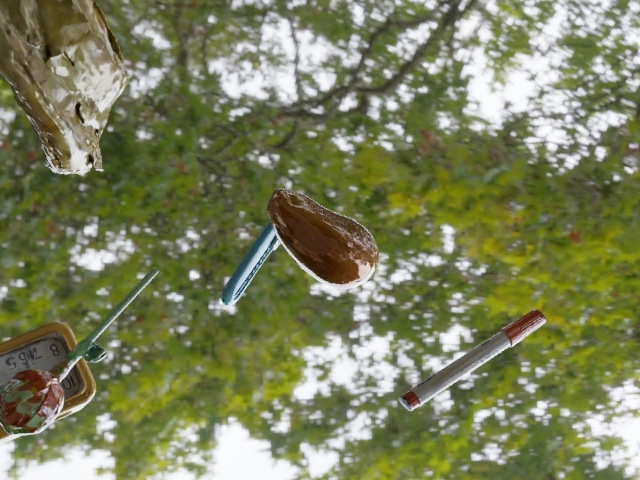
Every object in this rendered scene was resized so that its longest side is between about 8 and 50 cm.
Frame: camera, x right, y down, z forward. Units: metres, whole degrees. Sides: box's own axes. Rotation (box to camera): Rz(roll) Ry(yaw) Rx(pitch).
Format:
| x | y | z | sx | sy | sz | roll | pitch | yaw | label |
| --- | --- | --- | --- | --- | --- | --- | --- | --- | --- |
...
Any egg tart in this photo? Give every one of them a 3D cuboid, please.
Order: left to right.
| x | y | z | sx | sy | sz | roll | pitch | yaw | label |
| --- | --- | --- | --- | --- | --- | --- | --- | --- | --- |
| -0.294 | -0.224 | 1.175 | 0.129 | 0.341 | 0.341 | -25 | -115 | -3 | egg tart |

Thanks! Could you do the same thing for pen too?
| x | y | z | sx | sy | sz | roll | pitch | yaw | label |
| --- | --- | --- | --- | --- | --- | --- | --- | --- | --- |
| 0.209 | 0.161 | 1.529 | 0.028 | 0.239 | 0.028 | 50 | -21 | 27 | pen |

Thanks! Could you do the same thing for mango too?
| x | y | z | sx | sy | sz | roll | pitch | yaw | label |
| --- | --- | --- | --- | --- | --- | --- | --- | --- | --- |
| -0.001 | 0.004 | 1.384 | 0.084 | 0.159 | 0.105 | -59 | -164 | 14 | mango |

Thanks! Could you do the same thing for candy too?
| x | y | z | sx | sy | sz | roll | pitch | yaw | label |
| --- | --- | --- | --- | --- | --- | --- | --- | --- | --- |
| -0.314 | 0.139 | 1.478 | 0.084 | 0.078 | 0.287 | 11 | -127 | 50 | candy |

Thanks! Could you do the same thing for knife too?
| x | y | z | sx | sy | sz | roll | pitch | yaw | label |
| --- | --- | --- | --- | --- | --- | --- | --- | --- | --- |
| -0.092 | 0.016 | 1.844 | 0.031 | 0.064 | 0.222 | 30 | -102 | 23 | knife |

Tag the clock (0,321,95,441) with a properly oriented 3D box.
| x | y | z | sx | sy | sz | roll | pitch | yaw | label |
| --- | --- | --- | --- | --- | --- | --- | --- | --- | --- |
| -0.461 | 0.223 | 1.719 | 0.143 | 0.202 | 0.096 | 62 | -28 | 9 | clock |
